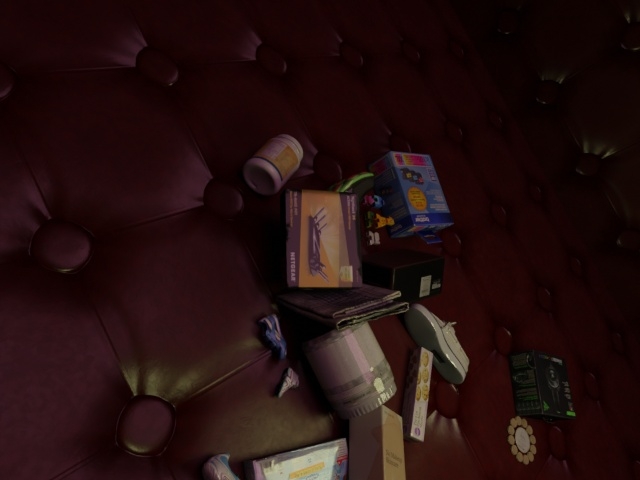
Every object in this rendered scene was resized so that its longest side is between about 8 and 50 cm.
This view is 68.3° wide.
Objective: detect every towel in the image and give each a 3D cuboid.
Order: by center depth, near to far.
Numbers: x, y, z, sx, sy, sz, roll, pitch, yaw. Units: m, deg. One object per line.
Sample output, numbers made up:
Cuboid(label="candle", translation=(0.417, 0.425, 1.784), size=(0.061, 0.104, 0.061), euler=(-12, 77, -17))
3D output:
Cuboid(label="towel", translation=(0.068, 0.185, 1.480), size=(0.312, 0.324, 0.056), euler=(-7, 103, -39))

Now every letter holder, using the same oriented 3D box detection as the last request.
Cuboid(label="letter holder", translation=(0.291, 0.132, 1.793), size=(0.302, 0.214, 0.152), euler=(-8, 107, -40))

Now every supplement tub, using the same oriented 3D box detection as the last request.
Cuboid(label="supplement tub", translation=(-0.159, -0.262, 1.617), size=(0.144, 0.144, 0.200), euler=(45, 49, -12))

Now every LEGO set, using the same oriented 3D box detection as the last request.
Cuboid(label="LEGO set", translation=(0.235, -0.092, 1.877), size=(0.093, 0.087, 0.227), euler=(11, 65, -33))

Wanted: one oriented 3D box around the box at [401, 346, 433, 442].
Cuboid(label="box", translation=(0.342, 0.542, 1.677), size=(0.067, 0.063, 0.324), euler=(32, 54, -21))

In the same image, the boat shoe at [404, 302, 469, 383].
Cuboid(label="boat shoe", translation=(0.464, 0.361, 1.808), size=(0.367, 0.136, 0.156), euler=(53, 48, -9))

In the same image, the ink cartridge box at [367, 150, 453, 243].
Cuboid(label="ink cartridge box", translation=(0.391, -0.163, 1.992), size=(0.270, 0.151, 0.395), euler=(-5, 74, -39))

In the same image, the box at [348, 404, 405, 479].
Cuboid(label="box", translation=(0.167, 0.666, 1.394), size=(0.148, 0.121, 0.311), euler=(43, 38, -41))

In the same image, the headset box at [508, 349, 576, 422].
Cuboid(label="headset box", translation=(0.965, 0.646, 2.059), size=(0.246, 0.131, 0.283), euler=(20, 59, -29))

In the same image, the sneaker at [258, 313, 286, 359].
Cuboid(label="sneaker", translation=(-0.147, 0.296, 1.428), size=(0.059, 0.053, 0.144), euler=(-7, 65, -40))

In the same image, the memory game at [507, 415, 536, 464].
Cuboid(label="memory game", translation=(0.834, 0.826, 1.955), size=(0.186, 0.012, 0.186), euler=(16, 61, -32))

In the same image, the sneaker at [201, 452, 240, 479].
Cuboid(label="sneaker", translation=(-0.220, 0.652, 1.186), size=(0.086, 0.085, 0.237), euler=(-18, 84, -48))

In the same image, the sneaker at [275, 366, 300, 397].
Cuboid(label="sneaker", translation=(-0.090, 0.437, 1.413), size=(0.069, 0.038, 0.098), euler=(39, 52, -16))

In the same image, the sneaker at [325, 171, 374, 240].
Cuboid(label="sneaker", translation=(0.063, -0.061, 1.689), size=(0.202, 0.185, 0.483), euler=(45, 60, -18))

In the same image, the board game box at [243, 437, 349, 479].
Cuboid(label="board game box", translation=(-0.041, 0.738, 1.291), size=(0.318, 0.066, 0.318), euler=(5, 66, -36))

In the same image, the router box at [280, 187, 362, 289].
Cuboid(label="router box", translation=(0.000, 0.000, 1.473), size=(0.243, 0.081, 0.309), euler=(1, 78, -18))

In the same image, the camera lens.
Cuboid(label="camera lens", translation=(0.085, 0.374, 1.455), size=(0.219, 0.219, 0.274), euler=(-23, 85, -42))
